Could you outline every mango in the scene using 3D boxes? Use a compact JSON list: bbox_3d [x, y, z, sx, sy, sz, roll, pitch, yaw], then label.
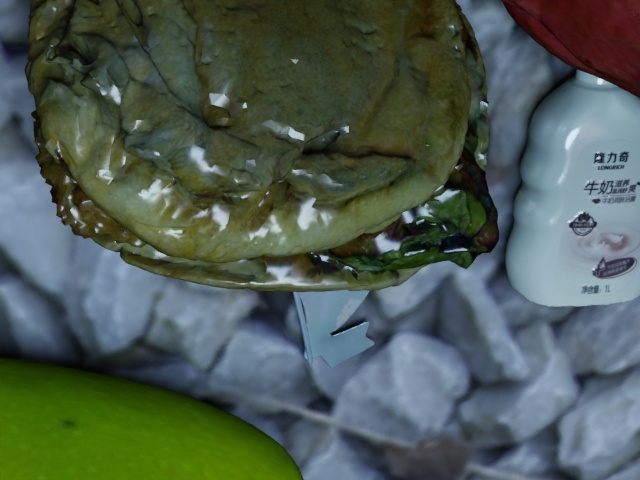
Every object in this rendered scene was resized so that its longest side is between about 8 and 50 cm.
[{"bbox_3d":[-0.164,0.144,0.825,0.343,0.156,0.192,12,99,-17],"label":"mango"}]

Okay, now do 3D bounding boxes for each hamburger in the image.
[{"bbox_3d":[-0.029,-0.062,0.784,0.206,0.183,0.130,3,151,-23],"label":"hamburger"}]

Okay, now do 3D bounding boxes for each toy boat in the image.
[{"bbox_3d":[0.007,-0.010,0.878,0.105,0.034,0.149,-36,116,2],"label":"toy boat"}]

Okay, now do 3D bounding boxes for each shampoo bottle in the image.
[{"bbox_3d":[0.132,-0.045,0.897,0.077,0.045,0.152,-2,110,-15],"label":"shampoo bottle"}]

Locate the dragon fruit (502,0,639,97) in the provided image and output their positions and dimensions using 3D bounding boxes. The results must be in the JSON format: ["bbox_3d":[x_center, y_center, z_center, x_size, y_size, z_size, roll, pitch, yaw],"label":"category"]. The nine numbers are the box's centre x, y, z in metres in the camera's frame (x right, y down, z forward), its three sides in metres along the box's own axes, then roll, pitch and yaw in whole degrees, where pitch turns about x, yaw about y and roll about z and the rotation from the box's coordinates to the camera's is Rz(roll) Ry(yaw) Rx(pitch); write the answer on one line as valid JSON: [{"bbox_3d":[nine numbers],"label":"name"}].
[{"bbox_3d":[0.119,-0.192,0.746,0.205,0.152,0.317,8,109,5],"label":"dragon fruit"}]
